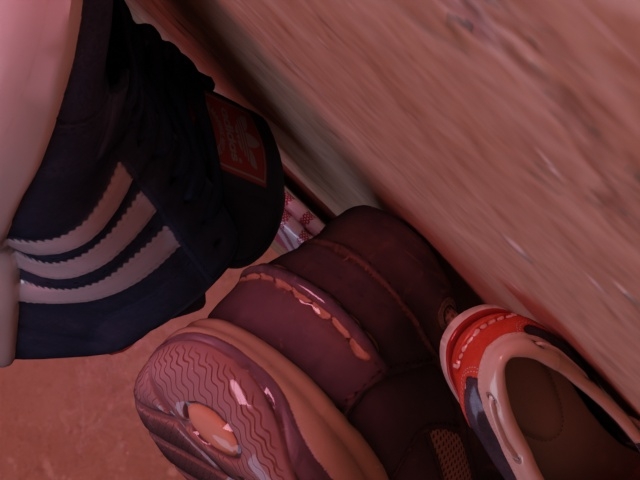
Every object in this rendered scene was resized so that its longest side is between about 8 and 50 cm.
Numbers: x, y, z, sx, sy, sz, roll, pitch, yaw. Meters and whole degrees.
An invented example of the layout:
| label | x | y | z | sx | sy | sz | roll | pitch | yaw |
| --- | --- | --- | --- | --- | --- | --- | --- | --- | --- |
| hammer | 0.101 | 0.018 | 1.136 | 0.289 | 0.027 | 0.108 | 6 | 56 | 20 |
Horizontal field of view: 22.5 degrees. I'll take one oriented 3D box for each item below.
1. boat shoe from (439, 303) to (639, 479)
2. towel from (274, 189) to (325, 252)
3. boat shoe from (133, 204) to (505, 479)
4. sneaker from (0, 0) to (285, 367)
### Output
| label | x | y | z | sx | sy | sz | roll | pitch | yaw |
| --- | --- | --- | --- | --- | --- | --- | --- | --- | --- |
| boat shoe | 0.089 | 0.076 | 0.505 | 0.137 | 0.049 | 0.043 | 51 | 174 | -18 |
| towel | 0.000 | 0.000 | 0.910 | 0.197 | 0.029 | 0.144 | 42 | 177 | 9 |
| boat shoe | 0.047 | 0.115 | 0.683 | 0.132 | 0.130 | 0.355 | 33 | 162 | 30 |
| sneaker | -0.080 | -0.044 | 0.635 | 0.350 | 0.148 | 0.131 | 124 | 140 | -68 |
